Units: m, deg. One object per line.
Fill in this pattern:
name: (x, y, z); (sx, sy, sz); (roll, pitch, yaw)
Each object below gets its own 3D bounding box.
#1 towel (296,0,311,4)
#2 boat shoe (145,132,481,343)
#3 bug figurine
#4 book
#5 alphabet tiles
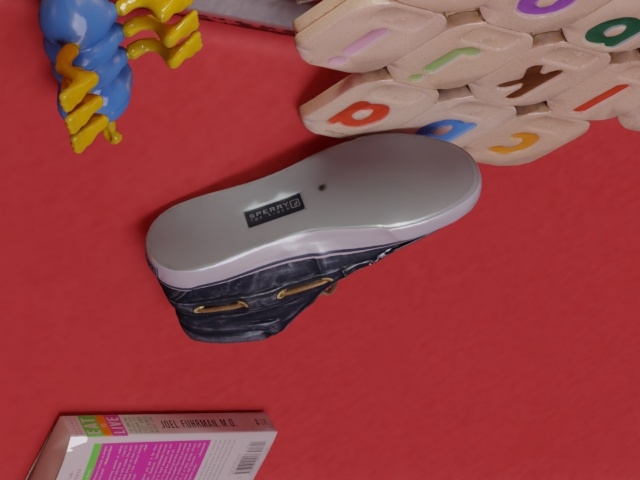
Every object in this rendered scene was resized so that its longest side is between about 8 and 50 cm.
towel: (0.039, -0.187, 0.903); (0.113, 0.023, 0.152); (-14, 136, -24)
boat shoe: (0.000, 0.000, 1.036); (0.183, 0.065, 0.083); (-14, 145, 1)
bug figurine: (-0.173, -0.063, 0.810); (0.279, 0.072, 0.216); (-42, 149, -29)
book: (-0.106, 0.146, 1.154); (0.144, 0.035, 0.096); (4, 127, -36)
alphabet tiles: (0.133, -0.105, 0.960); (0.284, 0.021, 0.278); (7, 155, -38)
